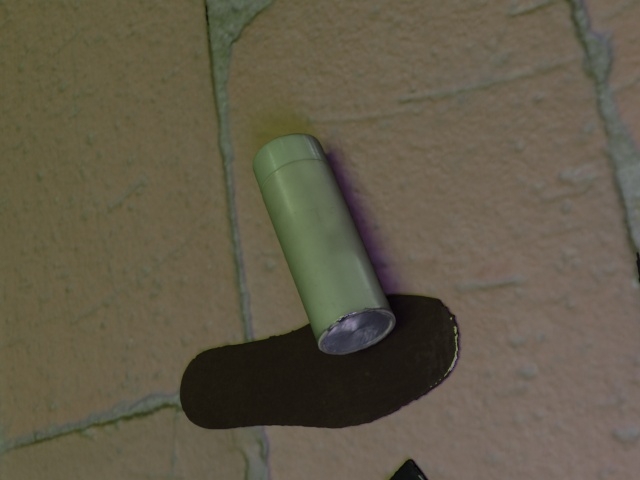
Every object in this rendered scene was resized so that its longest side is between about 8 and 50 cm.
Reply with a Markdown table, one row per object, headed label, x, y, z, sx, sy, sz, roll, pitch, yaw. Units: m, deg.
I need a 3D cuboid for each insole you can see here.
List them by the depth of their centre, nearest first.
| label | x | y | z | sx | sy | sz | roll | pitch | yaw |
| --- | --- | --- | --- | --- | --- | --- | --- | --- | --- |
| insole | -0.012 | 0.121 | 1.048 | 0.328 | 0.007 | 0.111 | -16 | 69 | 35 |

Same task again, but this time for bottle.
| label | x | y | z | sx | sy | sz | roll | pitch | yaw |
| --- | --- | --- | --- | --- | --- | --- | --- | --- | --- |
| bottle | 0.000 | 0.000 | 1.020 | 0.072 | 0.072 | 0.201 | -38 | 55 | 26 |

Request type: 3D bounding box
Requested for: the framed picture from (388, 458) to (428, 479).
| label | x | y | z | sx | sy | sz | roll | pitch | yaw |
| --- | --- | --- | --- | --- | --- | --- | --- | --- | --- |
| framed picture | 0.086 | 0.376 | 0.903 | 0.244 | 0.013 | 0.324 | -52 | 53 | 17 |
